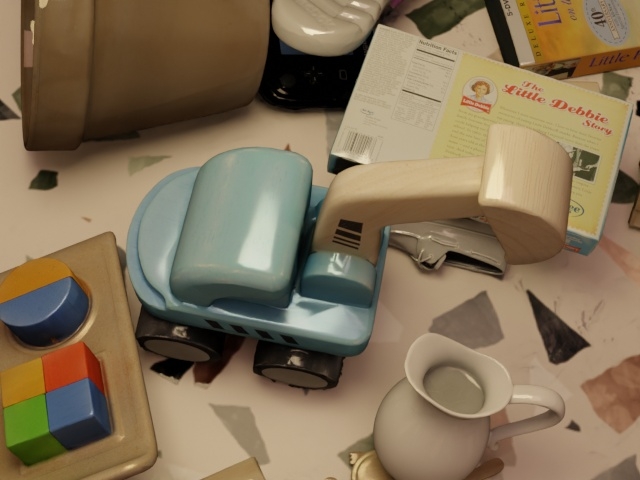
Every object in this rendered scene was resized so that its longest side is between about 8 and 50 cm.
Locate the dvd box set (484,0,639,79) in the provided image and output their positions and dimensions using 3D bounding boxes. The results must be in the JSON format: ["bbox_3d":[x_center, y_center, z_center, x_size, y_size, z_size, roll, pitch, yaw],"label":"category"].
[{"bbox_3d":[0.434,-0.393,1.395,0.420,0.062,0.307,-10,69,-6],"label":"dvd box set"}]

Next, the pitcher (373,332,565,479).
[{"bbox_3d":[0.154,0.198,1.067,0.178,0.207,0.125,16,53,1],"label":"pitcher"}]

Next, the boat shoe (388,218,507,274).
[{"bbox_3d":[0.147,0.007,1.232,0.184,0.066,0.063,11,67,-8],"label":"boat shoe"}]

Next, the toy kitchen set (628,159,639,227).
[{"bbox_3d":[0.445,-0.059,1.282,0.068,0.075,0.083,15,108,7],"label":"toy kitchen set"}]

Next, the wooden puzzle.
[{"bbox_3d":[-0.357,0.148,1.055,0.322,0.080,0.348,-21,47,1],"label":"wooden puzzle"}]

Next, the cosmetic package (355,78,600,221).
[{"bbox_3d":[0.195,-0.111,1.250,0.309,0.113,0.160,0,69,-3],"label":"cosmetic package"}]

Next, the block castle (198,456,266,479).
[{"bbox_3d":[-0.070,0.455,0.915,0.213,0.303,0.453,-23,70,-10],"label":"block castle"}]

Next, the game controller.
[{"bbox_3d":[-0.015,-0.322,1.349,0.166,0.067,0.319,-5,69,-4],"label":"game controller"}]

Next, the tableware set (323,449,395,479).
[{"bbox_3d":[0.048,0.327,1.121,0.141,0.020,0.168,-18,69,-9],"label":"tableware set"}]

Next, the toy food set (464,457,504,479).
[{"bbox_3d":[0.200,0.352,1.112,0.132,0.038,0.192,-20,60,-15],"label":"toy food set"}]

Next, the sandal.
[{"bbox_3d":[0.050,-0.346,1.301,0.169,0.102,0.416,30,47,12],"label":"sandal"}]

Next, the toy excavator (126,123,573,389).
[{"bbox_3d":[0.000,0.000,1.019,0.433,0.445,0.222,11,69,3],"label":"toy excavator"}]

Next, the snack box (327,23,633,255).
[{"bbox_3d":[0.189,-0.121,1.161,0.322,0.060,0.187,19,70,5],"label":"snack box"}]

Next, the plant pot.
[{"bbox_3d":[-0.221,-0.265,1.216,0.280,0.323,0.323,2,68,-19],"label":"plant pot"}]
